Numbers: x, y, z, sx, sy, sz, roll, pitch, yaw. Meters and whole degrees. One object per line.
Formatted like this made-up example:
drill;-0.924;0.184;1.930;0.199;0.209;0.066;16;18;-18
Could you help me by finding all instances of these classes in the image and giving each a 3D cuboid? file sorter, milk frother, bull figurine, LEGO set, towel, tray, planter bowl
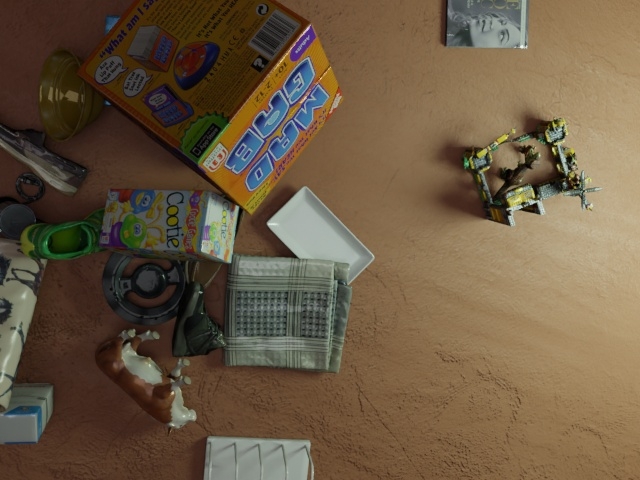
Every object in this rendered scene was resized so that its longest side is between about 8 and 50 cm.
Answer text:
file sorter;-0.162;0.635;1.960;0.277;0.173;0.193;5;97;-9
milk frother;-0.712;-0.084;1.800;0.129;0.134;0.143;-2;101;-34
bull figurine;-0.423;0.350;1.901;0.310;0.101;0.188;39;114;-7
LEGO set;0.544;-0.174;1.945;0.331;0.192;0.255;-12;99;-7
towel;-0.086;0.192;1.954;0.324;0.056;0.312;4;101;-6
tray;0.000;0.000;1.971;0.145;0.030;0.270;-44;101;0
planter bowl;-0.574;-0.340;1.788;0.090;0.217;0.217;-5;101;-47

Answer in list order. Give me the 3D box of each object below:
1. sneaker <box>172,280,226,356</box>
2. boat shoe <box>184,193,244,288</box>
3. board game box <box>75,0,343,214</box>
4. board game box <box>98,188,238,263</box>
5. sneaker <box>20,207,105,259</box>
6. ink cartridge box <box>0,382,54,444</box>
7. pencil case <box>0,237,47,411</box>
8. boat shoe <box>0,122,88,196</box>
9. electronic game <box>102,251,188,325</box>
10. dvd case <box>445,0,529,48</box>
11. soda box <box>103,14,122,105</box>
sneaker;-0.296;0.201;1.907;0.130;0.087;0.228;5;119;-18
boat shoe;-0.261;0.006;1.884;0.095;0.095;0.258;19;92;-31
board game box;-0.221;-0.336;1.654;0.356;0.356;0.356;37;86;18
board game box;-0.351;-0.034;1.762;0.275;0.142;0.144;2;78;21
sneaker;-0.552;-0.005;1.797;0.295;0.123;0.109;-19;114;-43
ink cartridge box;-0.736;0.417;1.836;0.139;0.191;0.082;1;99;-8
pencil case;-0.764;0.197;1.735;0.183;0.160;0.410;13;64;-17
boat shoe;-0.687;-0.221;1.809;0.285;0.103;0.092;39;85;-15
electronic game;-0.432;0.102;1.911;0.229;0.048;0.229;-2;97;-16
dvd case;0.433;-0.583;1.963;0.221;0.018;0.165;-1;97;-8
soda box;-0.482;-0.429;1.824;0.071;0.067;0.210;3;97;-8
